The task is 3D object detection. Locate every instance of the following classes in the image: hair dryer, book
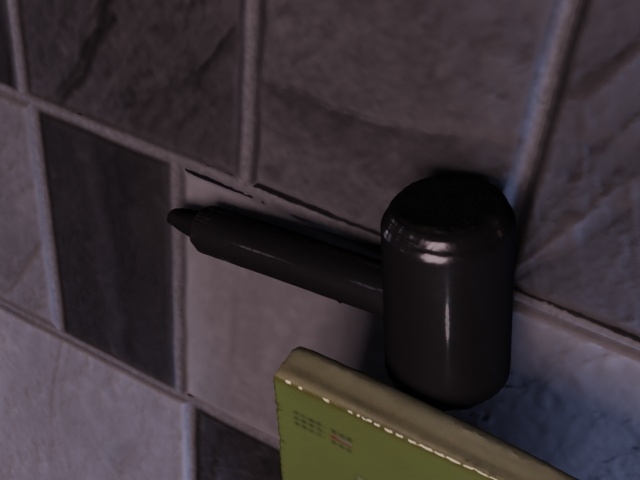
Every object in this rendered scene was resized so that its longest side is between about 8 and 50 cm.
[{"bbox_3d":[0.000,0.001,0.532,0.248,0.070,0.114,20,131,33],"label":"hair dryer"},{"bbox_3d":[0.085,0.222,0.592,0.239,0.035,0.352,23,143,20],"label":"book"}]
